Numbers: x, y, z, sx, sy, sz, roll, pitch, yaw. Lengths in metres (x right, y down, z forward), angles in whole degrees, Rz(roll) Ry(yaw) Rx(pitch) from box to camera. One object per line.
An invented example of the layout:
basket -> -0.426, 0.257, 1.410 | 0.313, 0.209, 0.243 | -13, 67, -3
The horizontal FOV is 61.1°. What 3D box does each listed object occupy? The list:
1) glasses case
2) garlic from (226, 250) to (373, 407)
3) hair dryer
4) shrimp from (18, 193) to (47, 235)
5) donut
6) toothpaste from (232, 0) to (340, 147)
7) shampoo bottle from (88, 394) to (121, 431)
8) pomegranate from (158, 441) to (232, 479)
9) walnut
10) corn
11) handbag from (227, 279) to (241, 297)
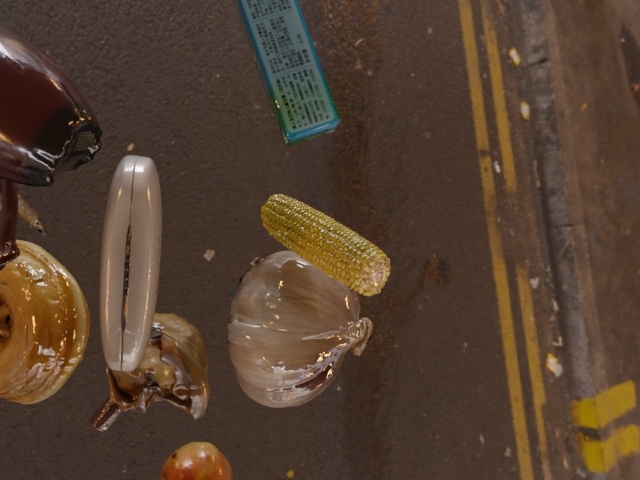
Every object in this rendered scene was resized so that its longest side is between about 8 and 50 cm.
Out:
glasses case -> -0.203, 0.027, 0.580 | 0.059, 0.092, 0.234 | 4, 104, -13
garlic -> -0.047, 0.169, 1.039 | 0.321, 0.241, 0.322 | -33, 145, -28
hair dryer -> -0.388, -0.089, 0.567 | 0.312, 0.341, 0.123 | 32, 41, 3
shrimp -> -0.720, -0.119, 1.182 | 0.068, 0.286, 0.185 | -57, 148, -32
donut -> -0.819, 0.218, 1.466 | 0.198, 0.448, 0.450 | 8, 75, -71
toothpaste -> -0.055, -0.243, 0.611 | 0.065, 0.050, 0.267 | -20, 90, -10
shampoo bottle -> -0.618, 0.483, 1.693 | 0.067, 0.068, 0.236 | 44, 76, -21
pomegranate -> -0.351, 0.679, 1.543 | 0.209, 0.209, 0.209 | 8, 77, -40
walnut -> -0.293, 0.222, 1.026 | 0.141, 0.238, 0.204 | -37, 117, -56
corn -> 0.000, 0.000, 0.863 | 0.081, 0.248, 0.081 | -33, 140, -33
handbag -> -0.131, 0.205, 1.408 | 0.062, 0.229, 0.179 | -47, 139, -11
